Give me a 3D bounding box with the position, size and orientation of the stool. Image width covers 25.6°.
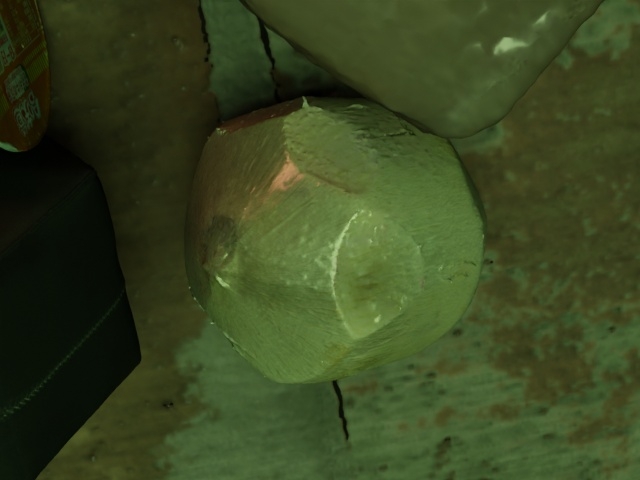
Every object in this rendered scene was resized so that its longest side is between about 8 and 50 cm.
[{"bbox_3d":[-0.216,0.035,0.749,0.232,0.232,0.141,-11,118,-1],"label":"stool"}]

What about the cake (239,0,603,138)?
[{"bbox_3d":[0.051,-0.233,0.638,0.230,0.237,0.309,32,111,-18],"label":"cake"}]

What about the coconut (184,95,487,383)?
[{"bbox_3d":[-0.001,-0.003,0.774,0.162,0.161,0.161,0,121,-43],"label":"coconut"}]

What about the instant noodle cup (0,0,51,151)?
[{"bbox_3d":[-0.256,-0.104,0.718,0.185,0.168,0.168,-14,117,8],"label":"instant noodle cup"}]
